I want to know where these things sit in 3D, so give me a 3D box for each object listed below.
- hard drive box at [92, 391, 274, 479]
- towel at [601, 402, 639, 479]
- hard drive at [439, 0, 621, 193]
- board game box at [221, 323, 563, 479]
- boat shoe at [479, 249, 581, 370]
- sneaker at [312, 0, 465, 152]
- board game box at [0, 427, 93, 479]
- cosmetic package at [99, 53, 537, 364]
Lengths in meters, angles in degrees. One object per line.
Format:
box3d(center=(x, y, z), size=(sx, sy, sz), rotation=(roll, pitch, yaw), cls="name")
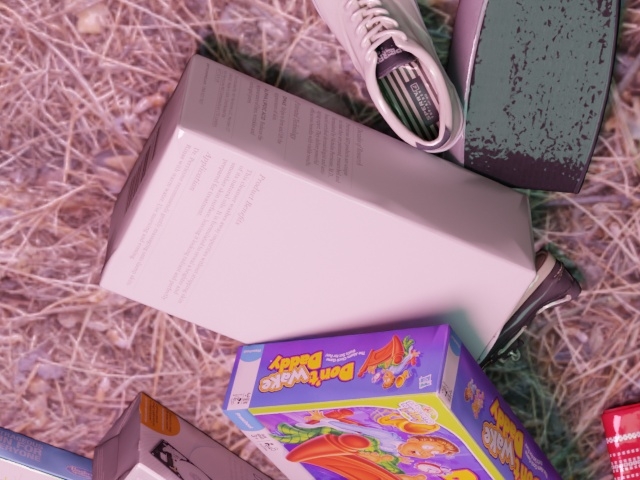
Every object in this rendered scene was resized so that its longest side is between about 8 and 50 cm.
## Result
box3d(center=(-0.126, 0.289, 1.670), size=(0.232, 0.181, 0.089), rotation=(36, 101, -17), cls="hard drive box")
box3d(center=(0.434, 0.299, 1.736), size=(0.199, 0.031, 0.274), rotation=(-11, 79, -1), cls="towel")
box3d(center=(0.217, -0.171, 1.604), size=(0.172, 0.054, 0.254), rotation=(5, 109, -7), cls="hard drive")
box3d(center=(0.090, 0.220, 1.595), size=(0.233, 0.078, 0.347), rotation=(-8, 140, 29), cls="board game box")
box3d(center=(0.199, 0.106, 1.691), size=(0.065, 0.075, 0.206), rotation=(38, 97, -13), cls="boat shoe")
box3d(center=(0.065, -0.202, 1.538), size=(0.094, 0.091, 0.258), rotation=(-34, 93, 8), cls="sneaker")
box3d(center=(-0.405, 0.352, 1.728), size=(0.242, 0.064, 0.316), rotation=(22, 106, -12), cls="board game box")
box3d(center=(0.000, 0.000, 1.570), size=(0.385, 0.156, 0.217), rotation=(23, 122, -14), cls="cosmetic package")
